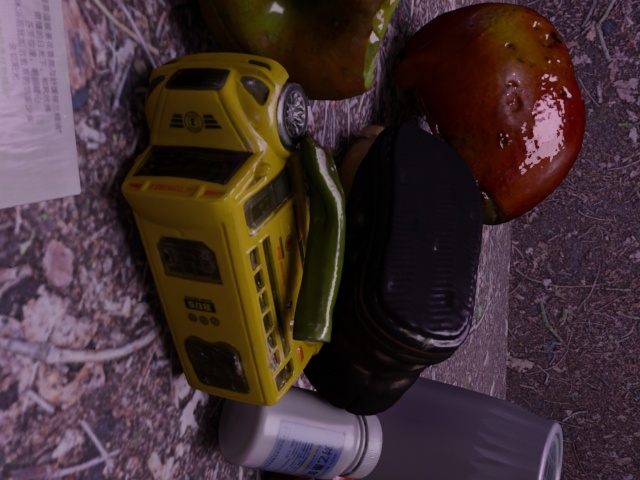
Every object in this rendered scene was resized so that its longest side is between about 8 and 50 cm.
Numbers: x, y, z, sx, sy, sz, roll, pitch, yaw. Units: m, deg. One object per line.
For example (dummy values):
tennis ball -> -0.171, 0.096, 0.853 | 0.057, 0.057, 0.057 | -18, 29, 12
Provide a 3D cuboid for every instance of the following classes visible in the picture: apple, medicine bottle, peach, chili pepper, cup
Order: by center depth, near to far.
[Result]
chili pepper -> 0.000, 0.000, 0.608 | 0.052, 0.050, 0.202 | -146, -122, -74
apple -> 0.000, -0.274, 0.651 | 0.226, 0.246, 0.246 | -72, 155, -49
medicine bottle -> -0.022, 0.233, 0.791 | 0.186, 0.102, 0.103 | 22, 72, -31
cup -> 0.227, 0.387, 1.176 | 0.253, 0.371, 0.254 | -16, 109, -56
peach -> 0.312, -0.233, 1.226 | 0.339, 0.352, 0.417 | 30, 68, -61

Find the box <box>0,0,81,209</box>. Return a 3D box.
box -> -0.235, -0.136, 0.316 | 0.194, 0.110, 0.261 | -25, 115, -63

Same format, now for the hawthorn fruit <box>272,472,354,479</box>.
hawthorn fruit -> -0.004, 0.312, 0.899 | 0.140, 0.125, 0.125 | 140, -30, -63

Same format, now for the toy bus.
toy bus -> -0.090, -0.004, 0.630 | 0.152, 0.144, 0.331 | -53, 143, -49

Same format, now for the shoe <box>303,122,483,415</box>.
shoe -> 0.086, 0.033, 0.848 | 0.237, 0.171, 0.384 | -53, -161, 43

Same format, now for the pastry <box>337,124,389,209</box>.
pastry -> 0.141, -0.038, 1.087 | 0.316, 0.184, 0.285 | 69, 35, -45
